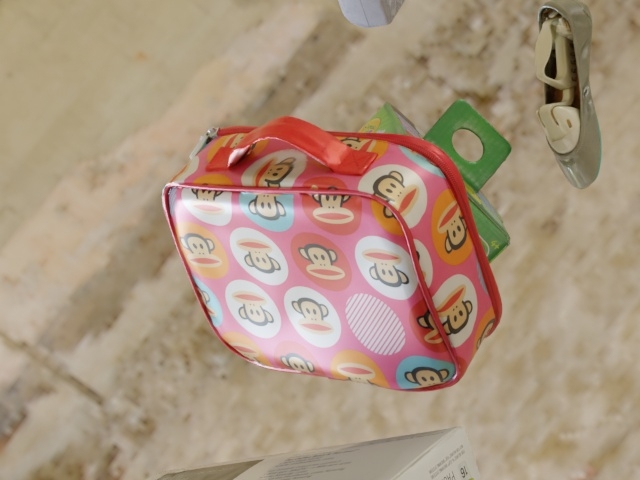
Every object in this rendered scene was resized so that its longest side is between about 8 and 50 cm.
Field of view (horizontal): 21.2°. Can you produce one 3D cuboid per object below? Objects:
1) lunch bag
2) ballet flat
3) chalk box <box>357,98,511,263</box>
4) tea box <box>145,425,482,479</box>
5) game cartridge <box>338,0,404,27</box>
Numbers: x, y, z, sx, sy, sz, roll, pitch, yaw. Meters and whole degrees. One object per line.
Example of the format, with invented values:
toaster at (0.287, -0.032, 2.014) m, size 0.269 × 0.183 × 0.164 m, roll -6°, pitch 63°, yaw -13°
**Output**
lunch bag at (0.000, 0.000, 1.523) m, size 0.293 × 0.258 × 0.120 m, roll 6°, pitch 42°, yaw 37°
ballet flat at (0.267, -0.163, 1.907) m, size 0.072 × 0.068 × 0.213 m, roll -2°, pitch 90°, yaw 53°
chalk box at (0.090, -0.027, 1.934) m, size 0.289 × 0.180 × 0.179 m, roll -45°, pitch 15°, yaw 10°
tea box at (-0.020, 0.352, 1.366) m, size 0.329 × 0.324 × 0.220 m, roll -14°, pitch 9°, yaw 36°
game cartridge at (0.042, -0.374, 1.709) m, size 0.060 × 0.294 × 0.196 m, roll -3°, pitch 30°, yaw 17°
